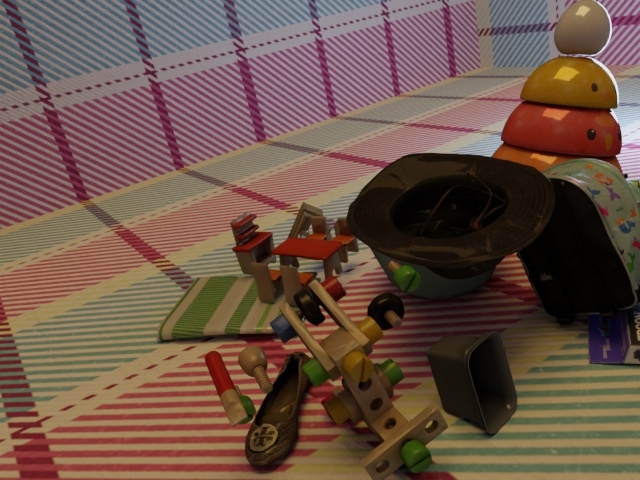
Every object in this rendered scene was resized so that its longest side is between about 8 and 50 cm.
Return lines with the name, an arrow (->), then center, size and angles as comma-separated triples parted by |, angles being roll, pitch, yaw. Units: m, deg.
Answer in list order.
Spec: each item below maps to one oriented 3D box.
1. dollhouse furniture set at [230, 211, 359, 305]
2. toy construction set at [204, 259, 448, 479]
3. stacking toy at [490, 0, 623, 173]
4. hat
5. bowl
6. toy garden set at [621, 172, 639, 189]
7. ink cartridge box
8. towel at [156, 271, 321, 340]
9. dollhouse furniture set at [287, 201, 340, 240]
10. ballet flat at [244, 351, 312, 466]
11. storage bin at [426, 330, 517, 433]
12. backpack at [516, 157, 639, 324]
dollhouse furniture set -> -0.075, 0.015, 1.339 | 0.259, 0.135, 0.262 | 4, 28, 32
toy construction set -> 0.023, 0.206, 0.789 | 0.309, 0.257, 0.237 | -9, 28, -20
stacking toy -> 0.558, -0.296, 1.345 | 0.351, 0.479, 0.350 | 2, 19, -1
hat -> 0.218, -0.022, 0.989 | 0.331, 0.134, 0.331 | -11, 39, 9
bowl -> 0.249, 0.013, 1.235 | 0.312, 0.163, 0.311 | -11, 23, 5
toy garden set -> 0.535, -0.059, 1.172 | 0.204, 0.244, 0.049 | 5, 63, 35
ink cartridge box -> 0.549, 0.130, 0.958 | 0.208, 0.045, 0.206 | -4, 24, 24
towel -> -0.178, 0.145, 1.311 | 0.325, 0.038, 0.248 | -4, 24, 15
dollhouse furniture set -> 0.000, 0.000, 1.569 | 0.151, 0.123, 0.144 | 21, 20, -11
ballet flat -> -0.062, 0.259, 0.947 | 0.084, 0.058, 0.250 | -5, 24, 20
storage bin -> 0.222, 0.198, 0.865 | 0.098, 0.135, 0.091 | -30, 19, -35
backpack -> 0.447, -0.012, 1.008 | 0.191, 0.253, 0.225 | -32, 1, -26
